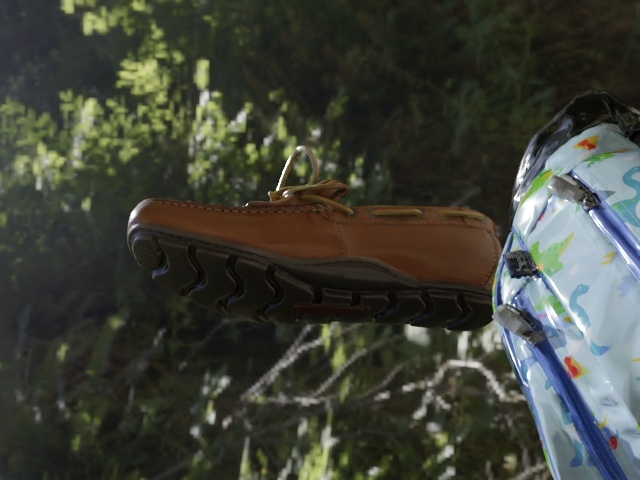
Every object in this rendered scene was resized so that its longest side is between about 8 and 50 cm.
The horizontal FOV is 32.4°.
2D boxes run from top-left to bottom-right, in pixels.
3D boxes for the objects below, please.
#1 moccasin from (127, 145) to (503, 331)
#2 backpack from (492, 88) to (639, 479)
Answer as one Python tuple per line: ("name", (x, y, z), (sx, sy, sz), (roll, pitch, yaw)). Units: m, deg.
("moccasin", (0.000, -0.002, 1.101), (0.139, 0.380, 0.147), (101, 170, -57))
("backpack", (0.254, 0.084, 0.725), (0.290, 0.273, 0.355), (48, 179, -21))
